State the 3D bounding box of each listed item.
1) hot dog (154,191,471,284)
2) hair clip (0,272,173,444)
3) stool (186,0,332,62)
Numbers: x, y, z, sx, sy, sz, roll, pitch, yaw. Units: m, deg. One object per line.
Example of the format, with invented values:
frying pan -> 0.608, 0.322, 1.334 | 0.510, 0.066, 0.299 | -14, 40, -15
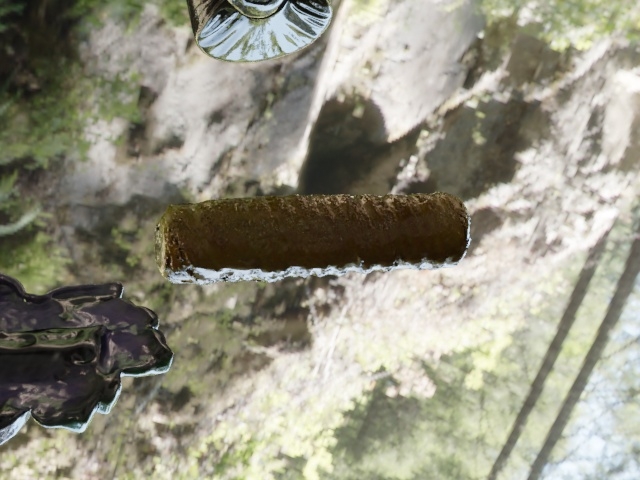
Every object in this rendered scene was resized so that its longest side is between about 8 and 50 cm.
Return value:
hot dog -> 0.000, -0.001, 0.879 | 0.288, 0.083, 0.068 | -4, -161, -15
hair clip -> -0.168, 0.045, 0.466 | 0.195, 0.052, 0.124 | 0, -143, -11
stool -> -0.059, -0.230, 0.859 | 0.125, 0.217, 0.121 | -12, -102, -1
